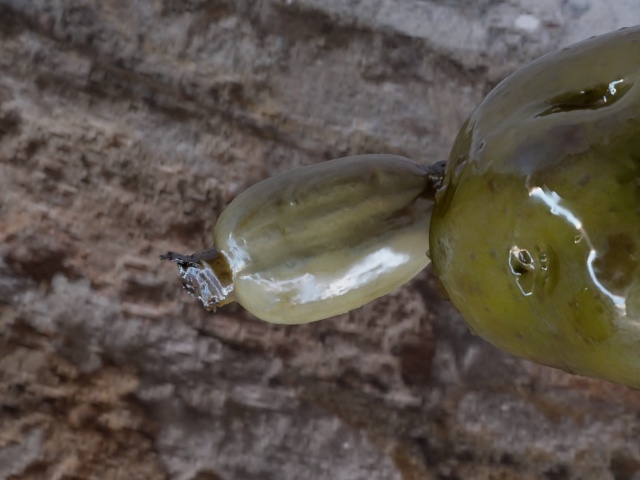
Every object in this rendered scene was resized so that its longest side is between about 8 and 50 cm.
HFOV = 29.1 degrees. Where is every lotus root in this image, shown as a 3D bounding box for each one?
[{"bbox_3d":[0.000,0.000,0.587,0.150,0.073,0.062,-19,172,-12],"label":"lotus root"}]

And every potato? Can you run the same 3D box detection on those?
[{"bbox_3d":[0.191,-0.019,0.587,0.195,0.176,0.369,-50,157,25],"label":"potato"}]
